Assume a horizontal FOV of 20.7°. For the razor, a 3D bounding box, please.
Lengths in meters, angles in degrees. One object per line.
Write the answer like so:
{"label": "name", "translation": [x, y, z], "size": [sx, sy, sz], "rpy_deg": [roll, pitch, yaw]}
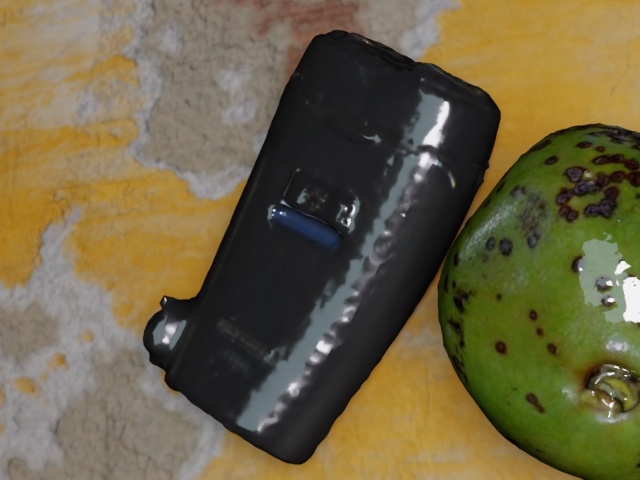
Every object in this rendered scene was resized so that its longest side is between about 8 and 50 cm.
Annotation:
{"label": "razor", "translation": [0.001, 0.002, 1.371], "size": [0.189, 0.107, 0.327], "rpy_deg": [31, 94, 33]}

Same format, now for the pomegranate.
{"label": "pomegranate", "translation": [0.206, 0.041, 1.169], "size": [0.254, 0.270, 0.254], "rpy_deg": [3, 108, 10]}
